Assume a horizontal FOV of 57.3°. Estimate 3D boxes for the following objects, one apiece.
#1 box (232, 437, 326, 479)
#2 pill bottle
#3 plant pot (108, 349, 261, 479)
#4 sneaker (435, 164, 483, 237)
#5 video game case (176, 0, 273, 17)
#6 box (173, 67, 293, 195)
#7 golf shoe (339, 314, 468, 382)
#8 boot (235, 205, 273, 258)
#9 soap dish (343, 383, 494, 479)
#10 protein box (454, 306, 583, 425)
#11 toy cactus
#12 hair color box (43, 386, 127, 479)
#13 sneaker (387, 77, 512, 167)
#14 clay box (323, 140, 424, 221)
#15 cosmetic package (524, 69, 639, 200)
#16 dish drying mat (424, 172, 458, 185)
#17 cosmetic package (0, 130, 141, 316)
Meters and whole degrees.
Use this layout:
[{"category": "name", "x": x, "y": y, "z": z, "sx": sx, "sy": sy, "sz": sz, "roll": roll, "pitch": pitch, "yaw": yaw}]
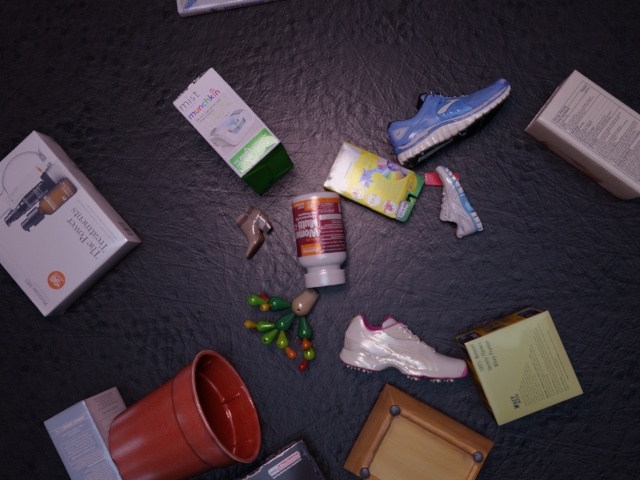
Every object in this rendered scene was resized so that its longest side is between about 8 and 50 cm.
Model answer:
[{"category": "box", "x": -0.096, "y": 0.672, "z": 1.375, "sx": 0.295, "sy": 0.073, "sz": 0.293, "roll": -29, "pitch": 85, "yaw": -15}, {"category": "pill bottle", "x": 0.000, "y": 0.000, "z": 1.419, "sx": 0.121, "sy": 0.121, "sz": 0.221, "roll": -7, "pitch": 86, "yaw": 4}, {"category": "plant pot", "x": -0.321, "y": 0.435, "z": 1.359, "sx": 0.265, "sy": 0.272, "sz": 0.272, "roll": -29, "pitch": 85, "yaw": 10}, {"category": "sneaker", "x": 0.318, "y": -0.091, "z": 1.426, "sx": 0.083, "sy": 0.071, "sz": 0.191, "roll": -29, "pitch": 90, "yaw": 12}, {"category": "video game case", "x": -0.244, "y": -0.768, "z": 1.528, "sx": 0.299, "sy": 0.036, "sz": 0.329, "roll": -9, "pitch": 86, "yaw": 4}, {"category": "box", "x": -0.197, "y": -0.242, "z": 1.380, "sx": 0.127, "sy": 0.262, "sz": 0.231, "roll": -42, "pitch": 84, "yaw": 0}, {"category": "golf shoe", "x": 0.202, "y": 0.257, "z": 1.395, "sx": 0.306, "sy": 0.115, "sz": 0.140, "roll": 9, "pitch": 84, "yaw": 4}, {"category": "boot", "x": -0.179, "y": -0.025, "z": 1.478, "sx": 0.087, "sy": 0.042, "sz": 0.118, "roll": 36, "pitch": 88, "yaw": 12}, {"category": "soap dish", "x": 0.231, "y": 0.509, "z": 1.372, "sx": 0.290, "sy": 0.118, "sz": 0.229, "roll": 28, "pitch": 89, "yaw": 7}, {"category": "protein box", "x": 0.452, "y": 0.285, "z": 1.360, "sx": 0.201, "sy": 0.136, "sz": 0.200, "roll": -22, "pitch": 86, "yaw": 2}, {"category": "toy cactus", "x": -0.073, "y": 0.195, "z": 1.437, "sx": 0.219, "sy": 0.112, "sz": 0.180, "roll": 42, "pitch": 71, "yaw": 8}, {"category": "hair color box", "x": -0.483, "y": 0.552, "z": 1.387, "sx": 0.113, "sy": 0.185, "sz": 0.374, "roll": -29, "pitch": 85, "yaw": 1}, {"category": "sneaker", "x": 0.308, "y": -0.314, "z": 1.410, "sx": 0.330, "sy": 0.130, "sz": 0.147, "roll": -29, "pitch": 78, "yaw": -7}, {"category": "clay box", "x": 0.132, "y": -0.142, "z": 1.453, "sx": 0.222, "sy": 0.053, "sz": 0.127, "roll": 25, "pitch": 88, "yaw": 4}, {"category": "cosmetic package", "x": 0.658, "y": -0.242, "z": 1.383, "sx": 0.296, "sy": 0.129, "sz": 0.153, "roll": 39, "pitch": 91, "yaw": 5}, {"category": "dish drying mat", "x": 0.302, "y": -0.153, "z": 1.464, "sx": 0.083, "sy": 0.008, "sz": 0.032, "roll": 3, "pitch": 87, "yaw": 5}, {"category": "cosmetic package", "x": -0.690, "y": -0.042, "z": 1.488, "sx": 0.284, "sy": 0.097, "sz": 0.377, "roll": -43, "pitch": 85, "yaw": 3}]
